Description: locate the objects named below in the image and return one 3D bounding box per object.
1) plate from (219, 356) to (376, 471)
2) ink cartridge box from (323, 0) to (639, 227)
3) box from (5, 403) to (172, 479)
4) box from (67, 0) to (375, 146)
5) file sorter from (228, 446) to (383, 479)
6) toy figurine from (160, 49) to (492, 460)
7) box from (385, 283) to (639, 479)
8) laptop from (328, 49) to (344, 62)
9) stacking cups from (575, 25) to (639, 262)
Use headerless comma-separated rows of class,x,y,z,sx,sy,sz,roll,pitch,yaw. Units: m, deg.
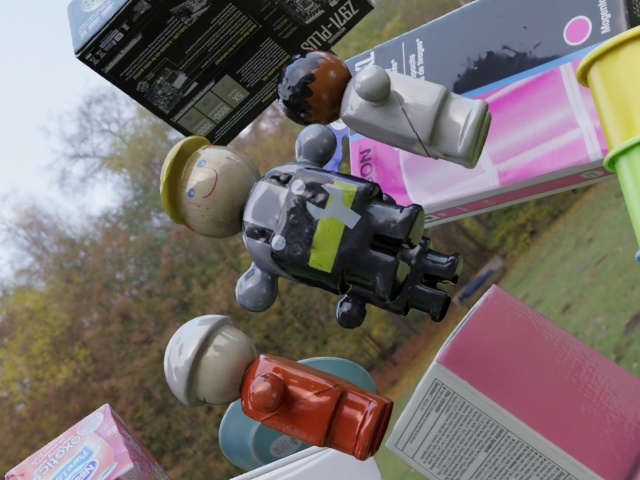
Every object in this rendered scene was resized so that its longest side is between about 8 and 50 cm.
plate,-0.020,0.207,0.935,0.188,0.024,0.188,-13,-49,-16
ink cartridge box,0.119,-0.111,0.756,0.069,0.175,0.371,10,-19,-43
box,-0.197,0.317,0.875,0.128,0.257,0.122,-34,32,-10
box,-0.077,-0.178,0.636,0.180,0.077,0.147,-41,-47,16
file sorter,0.019,0.330,0.765,0.193,0.277,0.173,-18,-20,-15
toy figurine,0.000,0.000,0.509,0.213,0.148,0.209,-54,-24,-43
box,0.199,0.177,0.740,0.127,0.232,0.148,-43,-19,-41
laptop,0.089,-0.274,1.068,0.408,0.236,0.382,-14,10,-4
stacking cups,0.242,0.028,0.495,0.096,0.316,0.096,-12,-12,-3
